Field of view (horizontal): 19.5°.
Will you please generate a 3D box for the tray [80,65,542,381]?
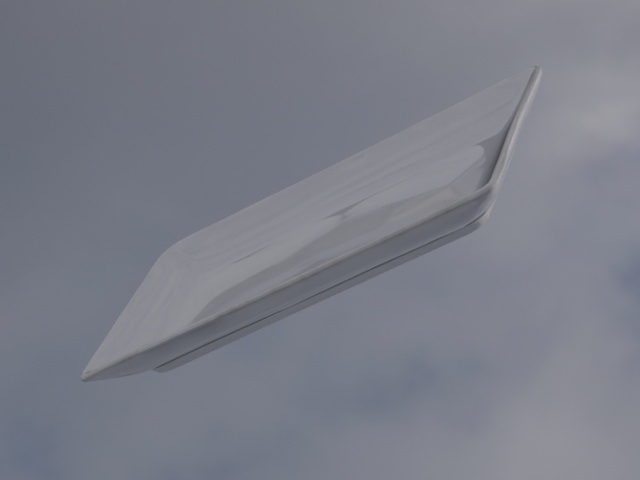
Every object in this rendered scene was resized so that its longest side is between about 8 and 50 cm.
[{"bbox_3d":[0.000,0.000,1.005,0.270,0.030,0.145,-25,-160,29],"label":"tray"}]
